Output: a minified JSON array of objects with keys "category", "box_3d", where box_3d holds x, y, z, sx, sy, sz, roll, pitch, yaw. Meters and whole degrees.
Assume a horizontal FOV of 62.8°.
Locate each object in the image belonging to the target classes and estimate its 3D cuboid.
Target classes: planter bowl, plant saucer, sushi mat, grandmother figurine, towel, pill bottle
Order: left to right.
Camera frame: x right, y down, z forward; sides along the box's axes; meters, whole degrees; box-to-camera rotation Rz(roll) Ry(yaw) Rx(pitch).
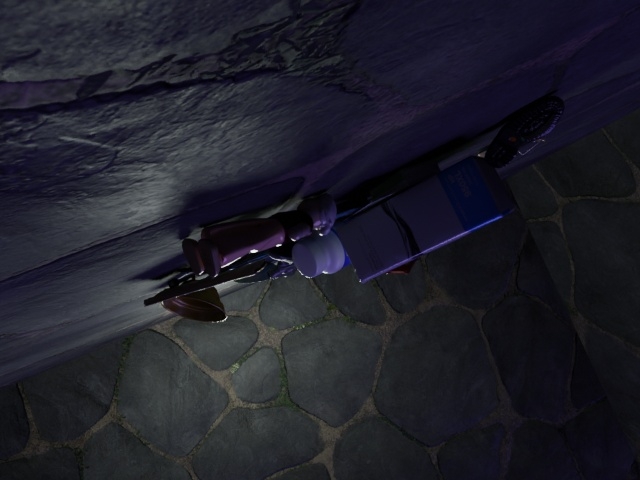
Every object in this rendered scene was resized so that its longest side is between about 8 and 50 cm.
[{"category":"planter bowl","box_3d":[-0.403,0.187,1.713,0.217,0.090,0.217,7,152,4]},{"category":"sushi mat","box_3d":[-0.302,0.110,1.408,0.316,0.019,0.151,-17,-174,7]},{"category":"plant saucer","box_3d":[-0.241,0.111,1.969,0.194,0.038,0.195,-7,-167,2]},{"category":"towel","box_3d":[-0.208,0.066,1.794,0.370,0.040,0.271,-22,175,-40]},{"category":"grandmother figurine","box_3d":[-0.096,-0.023,1.079,0.342,0.104,0.207,-23,-156,-37]},{"category":"pill bottle","box_3d":[0.047,0.010,1.612,0.272,0.152,0.152,-28,179,-36]}]

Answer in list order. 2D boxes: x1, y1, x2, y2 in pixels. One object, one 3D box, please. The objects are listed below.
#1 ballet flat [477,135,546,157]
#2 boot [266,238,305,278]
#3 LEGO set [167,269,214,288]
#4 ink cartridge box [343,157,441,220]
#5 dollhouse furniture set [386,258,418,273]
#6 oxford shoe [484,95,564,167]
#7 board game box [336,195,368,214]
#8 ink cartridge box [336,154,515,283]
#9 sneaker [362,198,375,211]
[{"category":"ballet flat","box_3d":[0.579,-0.281,1.577,0.206,0.067,0.073,-25,176,25]},{"category":"boot","box_3d":[-0.119,0.072,1.677,0.161,0.083,0.246,-45,157,25]},{"category":"LEGO set","box_3d":[-0.296,0.081,1.454,0.182,0.060,0.244,-27,177,40]},{"category":"ink cartridge box","box_3d":[0.176,-0.132,1.363,0.235,0.056,0.171,-21,175,-27]},{"category":"dollhouse furniture set","box_3d":[0.214,0.021,2.138,0.374,0.201,0.152,-7,-143,52]},{"category":"oxford shoe","box_3d":[0.478,-0.272,1.236,0.096,0.082,0.227,-57,-171,-36]},{"category":"board game box","box_3d":[0.033,-0.074,1.508,0.186,0.026,0.126,-21,174,-29]},{"category":"ink cartridge box","box_3d":[0.279,-0.057,1.381,0.394,0.166,0.285,-28,174,26]},{"category":"sneaker","box_3d":[0.175,-0.071,1.716,0.103,0.111,0.252,-20,175,-34]}]
